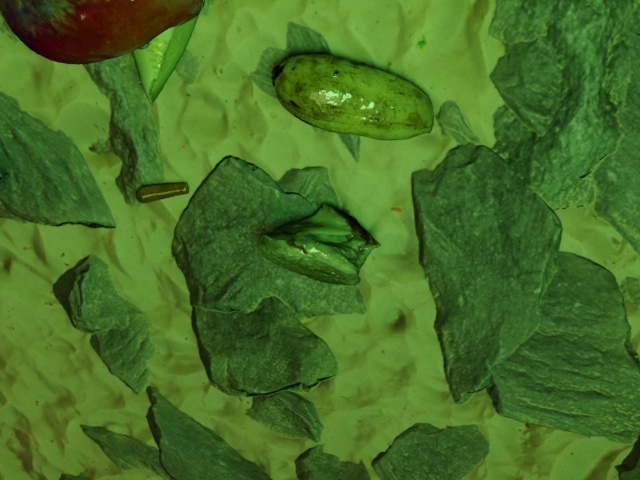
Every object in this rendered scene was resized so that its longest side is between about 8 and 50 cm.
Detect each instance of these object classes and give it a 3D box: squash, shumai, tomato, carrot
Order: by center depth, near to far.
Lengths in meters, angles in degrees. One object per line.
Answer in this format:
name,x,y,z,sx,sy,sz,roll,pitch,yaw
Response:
tomato,-0.323,-0.364,1.061,0.335,0.176,0.289,-10,116,32
squash,-0.199,-0.330,1.199,0.169,0.093,0.252,4,124,23
shumai,0.000,0.000,1.386,0.201,0.120,0.201,18,169,4
carrot,-0.275,-0.084,1.422,0.093,0.032,0.032,-9,123,9

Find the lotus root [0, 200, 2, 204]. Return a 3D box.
lotus root,-0.662,-0.087,1.335,0.257,0.154,0.140,1,159,-11

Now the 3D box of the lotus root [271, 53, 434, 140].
lotus root,0.050,-0.216,1.243,0.258,0.097,0.110,12,123,-4

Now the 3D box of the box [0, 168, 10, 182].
box,-0.604,-0.110,1.441,0.085,0.060,0.063,-25,109,24
